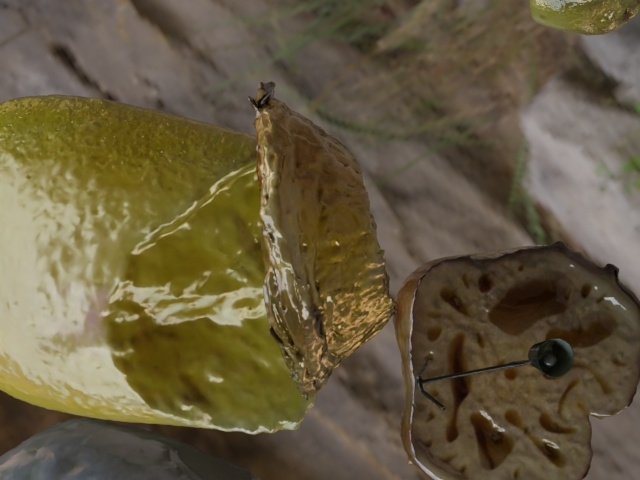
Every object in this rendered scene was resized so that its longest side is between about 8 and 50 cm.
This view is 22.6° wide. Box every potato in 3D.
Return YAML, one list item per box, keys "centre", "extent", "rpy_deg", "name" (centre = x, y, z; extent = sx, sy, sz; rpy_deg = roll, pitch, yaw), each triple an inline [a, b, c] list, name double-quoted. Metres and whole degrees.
- centre: [0.356, -0.317, 2.155]
  extent: [0.120, 0.149, 0.081]
  rpy_deg: [-15, -70, -68]
  name: "potato"

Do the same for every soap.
- centre: [-0.196, 0.020, 1.504]
  extent: [0.427, 0.115, 0.306]
  rpy_deg: [7, 104, 23]
  name: "soap"

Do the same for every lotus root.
- centre: [0.222, 0.155, 1.876]
  extent: [0.316, 0.316, 0.250]
  rpy_deg: [57, 172, -1]
  name: "lotus root"

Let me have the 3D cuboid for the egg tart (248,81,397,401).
- centre: [0.000, 0.000, 1.235]
  extent: [0.232, 0.098, 0.252]
  rpy_deg: [-101, 1, -68]
  name: "egg tart"

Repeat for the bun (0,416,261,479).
- centre: [-0.133, 0.291, 1.133]
  extent: [0.354, 0.354, 0.194]
  rpy_deg: [57, -167, -2]
  name: "bun"

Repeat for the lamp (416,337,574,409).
- centre: [0.142, 0.104, 1.313]
  extent: [0.054, 0.121, 0.041]
  rpy_deg: [176, 82, -80]
  name: "lamp"
